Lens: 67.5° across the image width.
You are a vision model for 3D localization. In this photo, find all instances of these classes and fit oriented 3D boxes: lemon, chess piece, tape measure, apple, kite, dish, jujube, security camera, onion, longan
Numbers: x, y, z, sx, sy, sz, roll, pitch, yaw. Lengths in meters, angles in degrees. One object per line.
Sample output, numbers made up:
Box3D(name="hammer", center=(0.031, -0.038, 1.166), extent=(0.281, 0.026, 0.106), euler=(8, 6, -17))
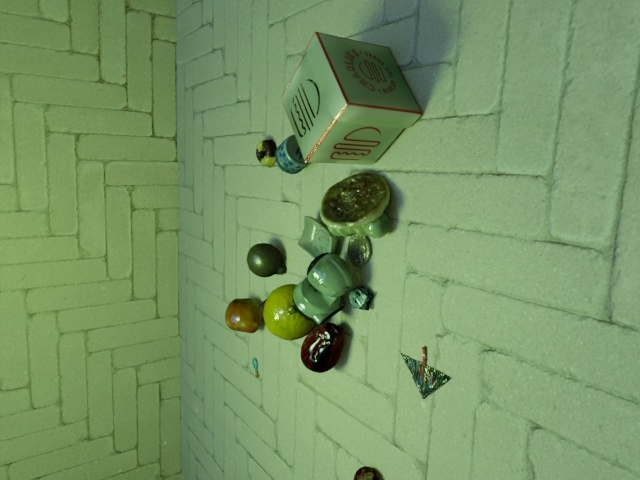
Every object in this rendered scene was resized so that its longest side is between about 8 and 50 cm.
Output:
Box3D(name="lemon", center=(-0.124, 0.307, 2.060), extent=(0.267, 0.268, 0.267), euler=(9, 101, 54))
Box3D(name="chess piece", center=(0.147, -0.068, 1.750), extent=(0.243, 0.133, 0.133), euler=(10, 102, 49))
Box3D(name="tape measure", center=(0.154, 0.221, 1.825), extent=(0.094, 0.054, 0.091), euler=(30, 111, 47))
Box3D(name="apple", center=(-0.403, 0.393, 2.525), extent=(0.196, 0.196, 0.195), euler=(9, 101, 54))
Box3D(name="kite", center=(0.343, 0.445, 1.617), extent=(0.232, 0.009, 0.189), euler=(11, 103, 54))
Box3D(name="dish", center=(0.000, 0.000, 2.000), extent=(0.212, 0.077, 0.151), euler=(41, 124, 45))
Box3D(name="jujube", center=(0.012, 0.434, 1.965), extent=(0.168, 0.168, 0.236), euler=(55, 133, 36))
Box3D(name="security camera", center=(0.017, 0.171, 1.862), extent=(0.191, 0.197, 0.277), euler=(46, 136, 18))
Box3D(name="onion", center=(0.178, 0.925, 1.839), extent=(0.107, 0.097, 0.107), euler=(-28, 38, 25))
Box3D(name="longan", center=(-0.261, 0.104, 2.326), extent=(0.205, 0.159, 0.184), euler=(29, 144, 8))

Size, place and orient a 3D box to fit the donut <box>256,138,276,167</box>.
Box3D(name="donut", center=(-0.266, -0.428, 2.352), extent=(0.141, 0.059, 0.140), euler=(6, 97, 51))

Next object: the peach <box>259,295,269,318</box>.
Box3D(name="peach", center=(-0.218, 0.327, 2.289), extent=(0.152, 0.152, 0.151), euler=(9, 101, 54))

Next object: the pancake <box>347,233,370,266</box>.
Box3D(name="pancake", center=(0.146, 0.034, 1.842), extent=(0.140, 0.022, 0.139), euler=(7, 98, 54))

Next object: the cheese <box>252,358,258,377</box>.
Box3D(name="cheese", center=(-0.358, 0.701, 2.640), extent=(0.047, 0.017, 0.111), euler=(-25, 73, 56))

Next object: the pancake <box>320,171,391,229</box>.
Box3D(name="pancake", center=(0.120, -0.146, 1.724), extent=(0.283, 0.049, 0.282), euler=(-18, 46, 20))

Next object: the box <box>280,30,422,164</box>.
Box3D(name="box", center=(0.090, -0.461, 1.620), extent=(0.300, 0.313, 0.314), euler=(-48, 55, 48))

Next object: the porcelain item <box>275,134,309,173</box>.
Box3D(name="porcelain item", center=(-0.114, -0.369, 2.062), extent=(0.114, 0.147, 0.147), euler=(-28, 71, 55))
